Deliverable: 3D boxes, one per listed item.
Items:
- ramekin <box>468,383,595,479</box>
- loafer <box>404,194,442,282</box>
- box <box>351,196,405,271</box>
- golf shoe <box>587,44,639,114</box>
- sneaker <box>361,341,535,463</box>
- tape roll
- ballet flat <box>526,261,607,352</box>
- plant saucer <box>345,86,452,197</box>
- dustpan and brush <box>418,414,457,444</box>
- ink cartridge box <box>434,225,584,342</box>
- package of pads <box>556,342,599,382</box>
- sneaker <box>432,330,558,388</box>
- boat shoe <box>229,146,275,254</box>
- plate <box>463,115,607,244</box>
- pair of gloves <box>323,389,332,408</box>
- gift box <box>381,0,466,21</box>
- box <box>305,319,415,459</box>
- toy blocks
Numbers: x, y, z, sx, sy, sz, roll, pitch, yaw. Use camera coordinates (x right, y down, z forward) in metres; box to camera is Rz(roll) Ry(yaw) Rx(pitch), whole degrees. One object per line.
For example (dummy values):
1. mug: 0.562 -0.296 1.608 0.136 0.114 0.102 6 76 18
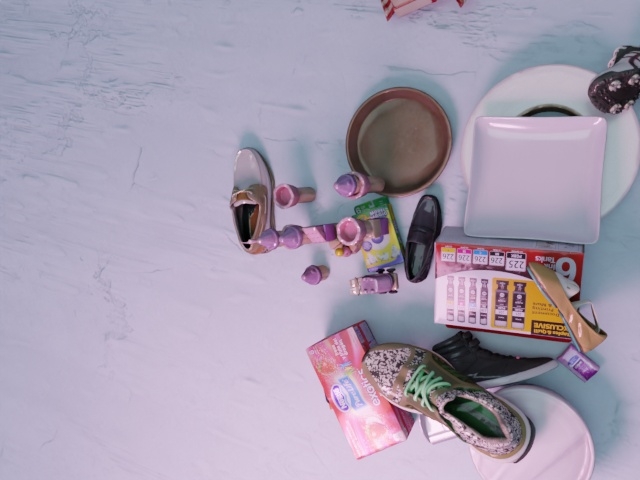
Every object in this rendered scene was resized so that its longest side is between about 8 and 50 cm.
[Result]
1. ramekin: 0.485 0.458 1.375 0.272 0.127 0.273 1 91 22
2. loafer: 0.253 -0.003 1.479 0.076 0.078 0.224 12 96 21
3. box: 0.150 -0.018 1.542 0.105 0.043 0.179 -19 83 23
4. golf shoe: 0.632 -0.342 1.240 0.120 0.272 0.105 55 147 30
5. sneaker: 0.264 0.330 1.298 0.410 0.182 0.158 24 80 27
6. tape roll: 0.520 -0.201 1.367 0.391 0.072 0.393 1 93 22
7. ballet flat: 0.503 0.123 1.209 0.073 0.080 0.232 -32 105 19
8. plant saucer: 0.198 -0.247 1.515 0.277 0.041 0.278 1 92 23
9. dustpan and brush: 0.292 0.401 1.488 0.147 0.060 0.211 -25 82 21
10. ink cartridge box: 0.423 0.121 1.354 0.309 0.130 0.272 4 110 22
11. package of pads: 0.594 0.283 1.375 0.083 0.032 0.050 42 109 16
12. sneaker: 0.400 0.275 1.418 0.295 0.104 0.147 -14 70 11
13. boat shoe: -0.190 -0.113 1.644 0.113 0.103 0.303 -12 87 22
14. plate: 0.469 -0.134 1.310 0.277 0.045 0.278 4 82 22
15. pair of gloves: 0.049 0.416 1.616 0.083 0.010 0.074 -20 85 24
16. gift box: 0.225 -0.671 1.368 0.254 0.258 0.277 -13 79 22
17. box: 0.104 0.370 1.511 0.142 0.154 0.300 -28 83 15
18. toy blocks: 0.000 0.000 1.454 0.288 0.260 0.309 -6 92 36
